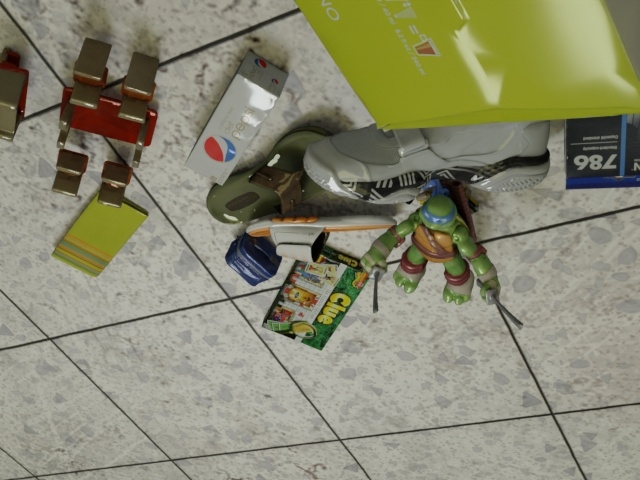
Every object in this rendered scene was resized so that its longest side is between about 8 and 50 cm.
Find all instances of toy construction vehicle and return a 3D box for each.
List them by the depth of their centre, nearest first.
[{"bbox_3d":[0.212,-0.060,1.321,0.098,0.035,0.086,40,141,-19],"label":"toy construction vehicle"}]

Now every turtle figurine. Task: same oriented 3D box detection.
[{"bbox_3d":[0.171,0.060,1.266,0.197,0.275,0.266,-17,160,3],"label":"turtle figurine"}]

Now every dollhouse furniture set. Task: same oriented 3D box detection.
[{"bbox_3d":[-0.394,-0.211,1.296,0.259,0.135,0.262,14,136,-15],"label":"dollhouse furniture set"}]

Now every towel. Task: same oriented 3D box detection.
[{"bbox_3d":[-0.423,-0.012,1.545,0.102,0.021,0.237,30,132,-22],"label":"towel"}]

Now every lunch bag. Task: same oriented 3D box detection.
[{"bbox_3d":[-0.121,0.027,1.465,0.065,0.067,0.098,-29,119,35],"label":"lunch bag"}]

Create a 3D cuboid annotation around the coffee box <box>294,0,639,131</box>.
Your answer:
[{"bbox_3d":[0.170,-0.339,0.766,0.338,0.334,0.338,6,142,51],"label":"coffee box"}]

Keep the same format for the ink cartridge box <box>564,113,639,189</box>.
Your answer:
[{"bbox_3d":[0.423,-0.183,1.122,0.165,0.065,0.333,-3,133,16],"label":"ink cartridge box"}]

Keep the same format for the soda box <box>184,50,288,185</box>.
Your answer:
[{"bbox_3d":[-0.134,-0.186,1.263,0.074,0.069,0.216,29,134,-12],"label":"soda box"}]

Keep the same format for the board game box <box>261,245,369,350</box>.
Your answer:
[{"bbox_3d":[-0.011,0.110,1.543,0.136,0.030,0.260,21,135,-8],"label":"board game box"}]

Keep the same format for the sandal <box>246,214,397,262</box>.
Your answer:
[{"bbox_3d":[-0.002,-0.001,1.372,0.265,0.076,0.102,-2,176,16],"label":"sandal"}]

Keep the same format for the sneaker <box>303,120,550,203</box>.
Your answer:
[{"bbox_3d":[0.159,-0.174,1.105,0.365,0.137,0.210,-4,126,-13],"label":"sneaker"}]

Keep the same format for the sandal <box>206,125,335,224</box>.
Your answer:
[{"bbox_3d":[-0.072,-0.084,1.331,0.302,0.086,0.120,-28,121,35],"label":"sandal"}]

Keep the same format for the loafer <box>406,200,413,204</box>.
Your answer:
[{"bbox_3d":[0.125,-0.133,1.258,0.061,0.062,0.170,11,128,22],"label":"loafer"}]
